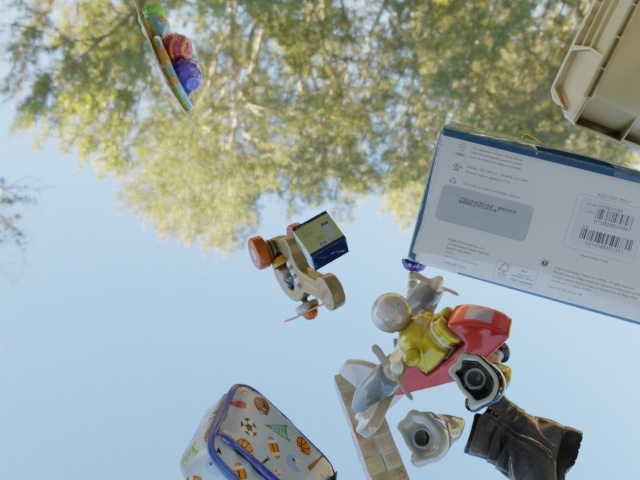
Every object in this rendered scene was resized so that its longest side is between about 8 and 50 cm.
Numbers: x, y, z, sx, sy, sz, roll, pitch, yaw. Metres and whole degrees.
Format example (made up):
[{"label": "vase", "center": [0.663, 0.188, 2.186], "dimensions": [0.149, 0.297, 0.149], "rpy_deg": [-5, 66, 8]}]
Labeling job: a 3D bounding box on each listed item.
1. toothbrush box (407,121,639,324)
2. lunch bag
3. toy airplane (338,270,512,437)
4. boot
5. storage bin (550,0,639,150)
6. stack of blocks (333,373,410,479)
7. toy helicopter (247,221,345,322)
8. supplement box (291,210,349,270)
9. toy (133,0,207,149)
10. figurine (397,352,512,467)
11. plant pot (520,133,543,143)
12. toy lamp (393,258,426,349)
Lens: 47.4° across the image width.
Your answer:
[{"label": "toothbrush box", "center": [0.217, -0.035, 0.742], "dimensions": [0.216, 0.126, 0.295], "rpy_deg": [16, -168, 10]}, {"label": "lunch bag", "center": [-0.095, 0.419, 1.291], "dimensions": [0.303, 0.115, 0.243], "rpy_deg": [44, -160, -10]}, {"label": "toy airplane", "center": [0.183, 0.233, 1.582], "dimensions": [0.384, 0.272, 0.386], "rpy_deg": [-36, -166, -7]}, {"label": "boot", "center": [0.393, 0.478, 1.506], "dimensions": [0.222, 0.118, 0.338], "rpy_deg": [23, -140, 14]}, {"label": "storage bin", "center": [0.452, -0.224, 0.854], "dimensions": [0.262, 0.260, 0.123], "rpy_deg": [19, -158, -5]}, {"label": "stack of blocks", "center": [0.122, 0.478, 1.820], "dimensions": [0.087, 0.171, 0.297], "rpy_deg": [-18, -111, -6]}, {"label": "toy helicopter", "center": [-0.036, 0.105, 1.727], "dimensions": [0.140, 0.235, 0.355], "rpy_deg": [-20, -162, -21]}, {"label": "supplement box", "center": [0.000, 0.000, 1.483], "dimensions": [0.083, 0.056, 0.083], "rpy_deg": [-29, -123, -10]}, {"label": "toy", "center": [-0.203, -0.258, 1.039], "dimensions": [0.056, 0.137, 0.237], "rpy_deg": [-30, -123, -1]}, {"label": "figurine", "center": [0.245, 0.293, 1.272], "dimensions": [0.092, 0.215, 0.209], "rpy_deg": [45, -170, 24]}, {"label": "plant pot", "center": [0.556, -0.169, 2.056], "dimensions": [0.212, 0.212, 0.187], "rpy_deg": [-37, -92, -33]}, {"label": "toy lamp", "center": [0.235, 0.187, 1.898], "dimensions": [0.080, 0.275, 0.080], "rpy_deg": [7, 176, 1]}]
